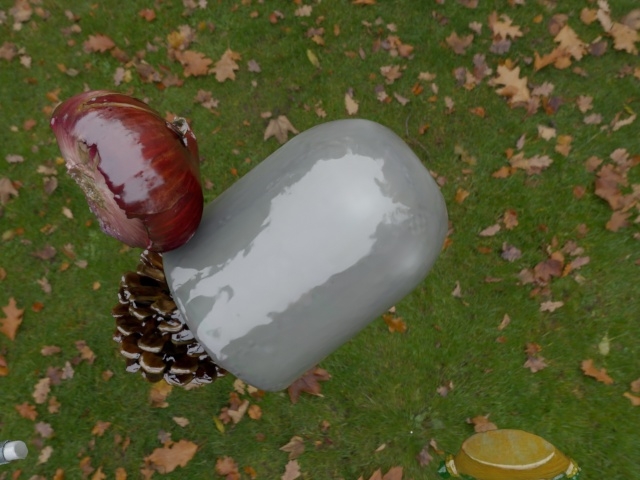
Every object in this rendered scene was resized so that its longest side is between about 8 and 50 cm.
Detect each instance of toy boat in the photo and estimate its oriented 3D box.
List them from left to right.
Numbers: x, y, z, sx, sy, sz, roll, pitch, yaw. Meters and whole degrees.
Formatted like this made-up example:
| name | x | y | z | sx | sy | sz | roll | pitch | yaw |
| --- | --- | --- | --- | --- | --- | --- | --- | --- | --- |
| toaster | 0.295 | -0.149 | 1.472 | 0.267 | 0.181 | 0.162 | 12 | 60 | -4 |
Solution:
| name | x | y | z | sx | sy | sz | roll | pitch | yaw |
| --- | --- | --- | --- | --- | --- | --- | --- | --- | --- |
| toy boat | 0.301 | 0.362 | 0.845 | 0.229 | 0.088 | 0.089 | -8 | 34 | 24 |

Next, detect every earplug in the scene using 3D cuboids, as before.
| name | x | y | z | sx | sy | sz | roll | pitch | yaw |
| --- | --- | --- | --- | --- | --- | --- | --- | --- | --- |
| earplug | 0.000 | 0.000 | 0.818 | 0.394 | 0.312 | 0.313 | -37 | 68 | 9 |

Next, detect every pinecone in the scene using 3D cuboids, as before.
| name | x | y | z | sx | sy | sz | roll | pitch | yaw |
| --- | --- | --- | --- | --- | --- | --- | --- | --- | --- |
| pinecone | -0.361 | 0.171 | 1.376 | 0.397 | 0.398 | 0.398 | -3 | 69 | 9 |

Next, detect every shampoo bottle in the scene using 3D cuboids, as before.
| name | x | y | z | sx | sy | sz | roll | pitch | yaw |
| --- | --- | --- | --- | --- | --- | --- | --- | --- | --- |
| shampoo bottle | -0.756 | 0.479 | 1.140 | 0.192 | 0.074 | 0.074 | -11 | 68 | 0 |

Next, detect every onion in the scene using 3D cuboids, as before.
| name | x | y | z | sx | sy | sz | roll | pitch | yaw |
| --- | --- | --- | --- | --- | --- | --- | --- | --- | --- |
| onion | -0.252 | -0.091 | 0.696 | 0.161 | 0.248 | 0.248 | -22 | 62 | -37 |
